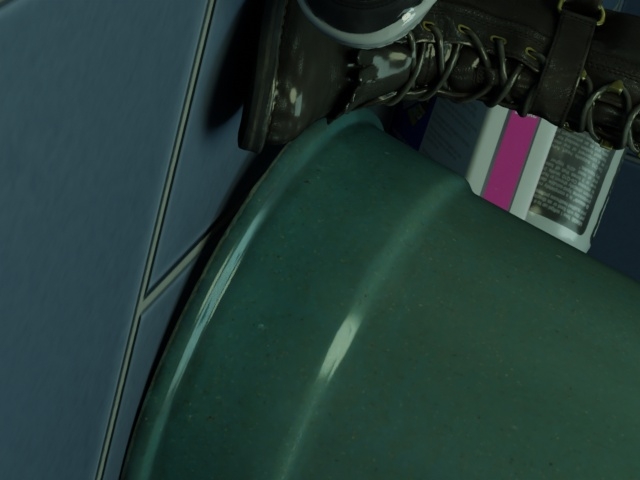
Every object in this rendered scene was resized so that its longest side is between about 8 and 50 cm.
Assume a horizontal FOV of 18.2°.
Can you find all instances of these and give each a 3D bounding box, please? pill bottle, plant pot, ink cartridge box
[{"bbox_3d":[0.211,-0.070,1.976,0.162,0.162,0.278,55,57,-78],"label":"pill bottle"},{"bbox_3d":[0.103,0.132,1.216,0.341,0.334,0.341,-59,163,-29],"label":"plant pot"},{"bbox_3d":[0.128,-0.149,1.453,0.176,0.069,0.371,-124,-133,-64],"label":"ink cartridge box"}]

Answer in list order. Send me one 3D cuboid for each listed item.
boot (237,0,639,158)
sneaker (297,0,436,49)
[{"bbox_3d":[0.091,-0.096,1.081,0.263,0.229,0.091,-56,163,-54],"label":"boot"},{"bbox_3d":[0.030,-0.222,0.895,0.153,0.101,0.268,-10,114,-78],"label":"sneaker"}]
